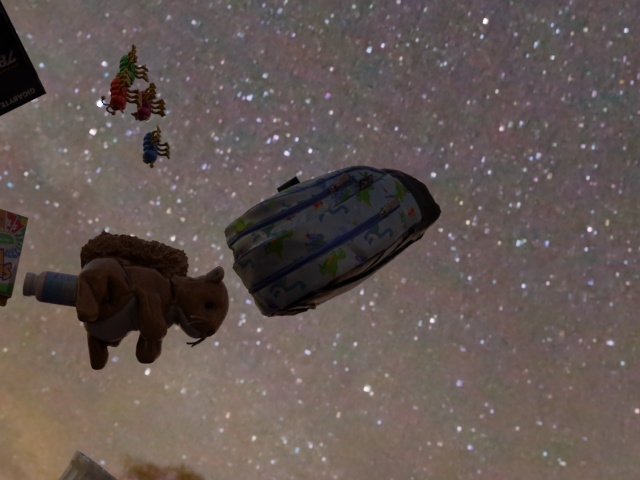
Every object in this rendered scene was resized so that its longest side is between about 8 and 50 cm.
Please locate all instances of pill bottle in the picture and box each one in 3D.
[{"bbox_3d":[-0.717,0.129,2.103,0.160,0.087,0.087,10,-31,-11],"label":"pill bottle"}]

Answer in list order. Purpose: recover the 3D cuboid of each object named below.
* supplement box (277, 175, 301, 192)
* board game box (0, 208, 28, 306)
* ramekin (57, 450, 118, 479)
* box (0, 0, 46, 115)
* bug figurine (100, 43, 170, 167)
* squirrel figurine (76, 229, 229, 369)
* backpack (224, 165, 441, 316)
[{"bbox_3d":[-0.049,-0.090,1.812,0.056,0.083,0.083,-32,-23,5],"label":"supplement box"},{"bbox_3d":[-0.876,0.040,2.089,0.124,0.260,0.039,22,-27,-38],"label":"board game box"},{"bbox_3d":[-0.413,0.550,1.511,0.277,0.135,0.277,31,-25,17],"label":"ramekin"},{"bbox_3d":[-0.860,-0.423,1.861,0.073,0.295,0.294,34,-31,49],"label":"box"},{"bbox_3d":[-0.431,-0.315,1.821,0.072,0.216,0.279,-10,-35,6],"label":"bug figurine"},{"bbox_3d":[-0.434,0.121,2.044,0.370,0.397,0.281,-6,-44,-11],"label":"squirrel figurine"},{"bbox_3d":[0.000,0.000,1.401,0.290,0.355,0.273,-23,-70,48],"label":"backpack"}]
